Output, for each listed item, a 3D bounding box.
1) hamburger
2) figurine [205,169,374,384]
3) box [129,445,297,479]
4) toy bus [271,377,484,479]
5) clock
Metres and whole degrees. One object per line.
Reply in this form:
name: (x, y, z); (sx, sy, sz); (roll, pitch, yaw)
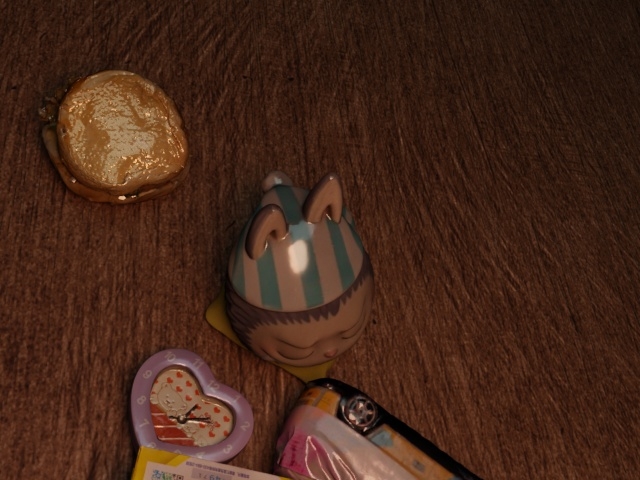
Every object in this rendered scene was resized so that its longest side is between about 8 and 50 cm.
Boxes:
hamburger: (-0.367, -0.180, 1.305); (0.286, 0.146, 0.243); (24, 58, -13)
figurine: (0.000, 0.000, 1.179); (0.266, 0.377, 0.361); (19, 54, -9)
box: (-0.138, 0.389, 0.976); (0.265, 0.168, 0.097); (18, 29, -11)
toy bus: (0.098, 0.379, 1.087); (0.386, 0.171, 0.162); (36, 55, 5)
clock: (-0.210, 0.270, 1.103); (0.198, 0.064, 0.172); (40, 52, 8)
